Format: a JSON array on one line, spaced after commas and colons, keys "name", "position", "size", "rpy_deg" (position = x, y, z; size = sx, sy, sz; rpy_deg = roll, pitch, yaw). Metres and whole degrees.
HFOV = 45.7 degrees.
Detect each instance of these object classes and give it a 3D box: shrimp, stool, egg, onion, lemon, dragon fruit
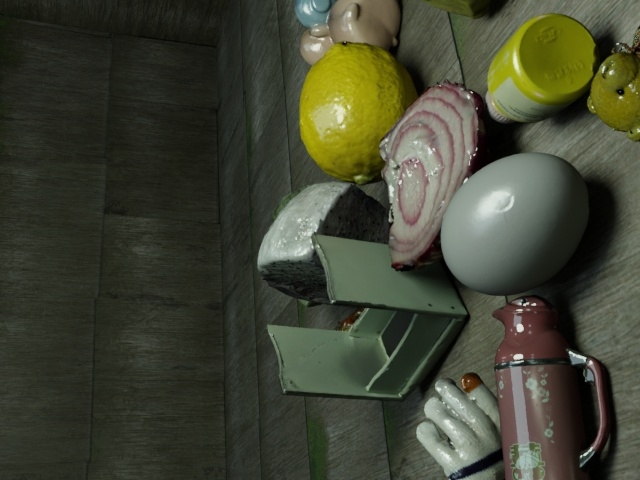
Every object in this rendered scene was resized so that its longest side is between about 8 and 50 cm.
[{"name": "shrimp", "position": [0.095, 0.187, 1.669], "size": [0.294, 0.062, 0.154], "rpy_deg": [-19, 58, 63]}, {"name": "stool", "position": [0.076, 0.145, 1.363], "size": [0.244, 0.269, 0.170], "rpy_deg": [-62, 32, 34]}, {"name": "egg", "position": [0.265, -0.024, 1.037], "size": [0.232, 0.176, 0.176], "rpy_deg": [-54, 36, 43]}, {"name": "onion", "position": [0.217, -0.101, 1.266], "size": [0.280, 0.146, 0.314], "rpy_deg": [-36, 44, 56]}, {"name": "lemon", "position": [0.078, -0.257, 1.519], "size": [0.245, 0.245, 0.320], "rpy_deg": [134, 136, -62]}, {"name": "dragon fruit", "position": [0.000, 0.000, 1.570], "size": [0.204, 0.283, 0.221], "rpy_deg": [4, 70, 38]}]

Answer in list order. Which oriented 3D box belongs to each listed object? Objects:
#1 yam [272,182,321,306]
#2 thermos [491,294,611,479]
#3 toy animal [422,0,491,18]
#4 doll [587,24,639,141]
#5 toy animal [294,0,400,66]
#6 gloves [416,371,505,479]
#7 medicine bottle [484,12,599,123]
[{"name": "yam", "position": [-0.010, 0.013, 1.822], "size": [0.202, 0.201, 0.271], "rpy_deg": [112, 148, -43]}, {"name": "thermos", "position": [0.296, 0.230, 0.991], "size": [0.136, 0.109, 0.330], "rpy_deg": [137, 134, -64]}, {"name": "toy animal", "position": [0.233, -0.558, 1.240], "size": [0.181, 0.180, 0.363], "rpy_deg": [-148, 66, -74]}, {"name": "doll", "position": [0.381, -0.222, 0.874], "size": [0.137, 0.097, 0.209], "rpy_deg": [-105, 32, -56]}, {"name": "toy animal", "position": [0.074, -0.471, 1.695], "size": [0.221, 0.229, 0.210], "rpy_deg": [16, 70, 32]}, {"name": "gloves", "position": [0.230, 0.312, 1.135], "size": [0.131, 0.140, 0.219], "rpy_deg": [-154, 65, -66]}, {"name": "medicine bottle", "position": [0.297, -0.226, 1.077], "size": [0.212, 0.122, 0.122], "rpy_deg": [124, 148, -82]}]
